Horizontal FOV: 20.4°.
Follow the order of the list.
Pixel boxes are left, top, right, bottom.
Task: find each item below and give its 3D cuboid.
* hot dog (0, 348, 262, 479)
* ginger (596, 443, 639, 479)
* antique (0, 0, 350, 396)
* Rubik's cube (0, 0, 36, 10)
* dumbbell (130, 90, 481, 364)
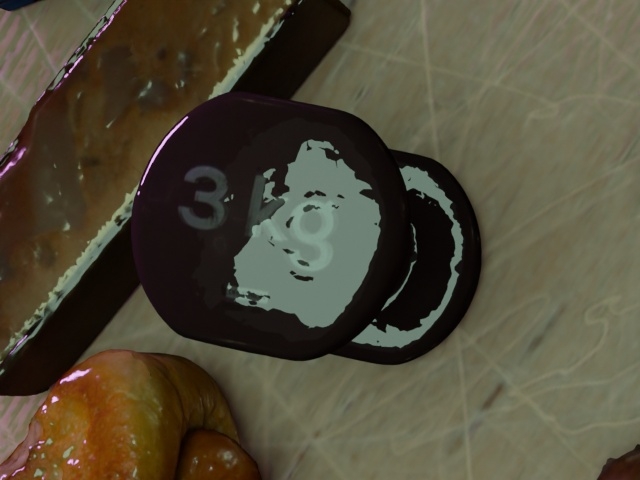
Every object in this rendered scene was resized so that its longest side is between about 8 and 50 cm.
[{"bbox_3d":[-0.131,0.194,1.017,0.153,0.150,0.256,44,99,24],"label":"hot dog"},{"bbox_3d":[0.253,0.104,0.900,0.256,0.176,0.375,14,92,34],"label":"ginger"},{"bbox_3d":[-0.119,-0.048,1.053,0.093,0.087,0.310,41,99,16],"label":"antique"},{"bbox_3d":[-0.180,-0.202,1.076,0.092,0.092,0.092,-16,83,15],"label":"Rubik's cube"},{"bbox_3d":[0.000,0.000,0.942,0.140,0.225,0.124,12,89,16],"label":"dumbbell"}]
